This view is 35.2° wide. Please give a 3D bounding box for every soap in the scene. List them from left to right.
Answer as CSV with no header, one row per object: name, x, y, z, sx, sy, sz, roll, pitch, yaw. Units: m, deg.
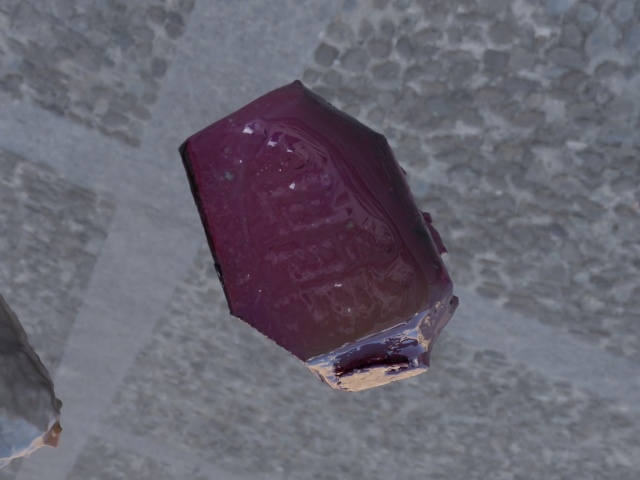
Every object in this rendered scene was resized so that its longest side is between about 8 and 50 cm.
soap,0.000,0.000,1.010,0.220,0.325,0.127,-28,154,15

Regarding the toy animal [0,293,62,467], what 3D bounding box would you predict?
toy animal,-0.367,0.103,0.795,0.358,0.226,0.188,20,159,19
